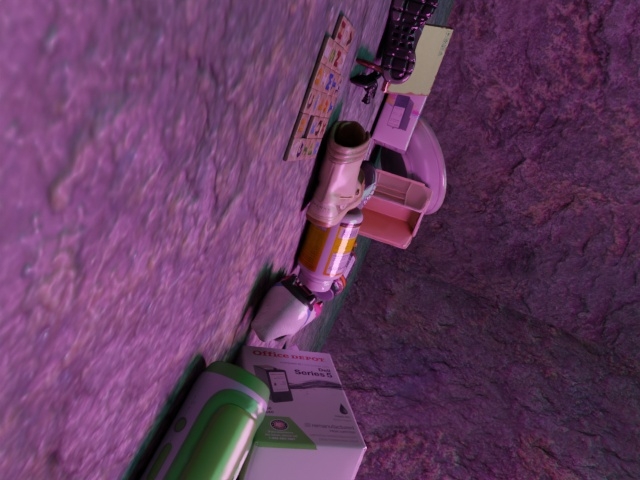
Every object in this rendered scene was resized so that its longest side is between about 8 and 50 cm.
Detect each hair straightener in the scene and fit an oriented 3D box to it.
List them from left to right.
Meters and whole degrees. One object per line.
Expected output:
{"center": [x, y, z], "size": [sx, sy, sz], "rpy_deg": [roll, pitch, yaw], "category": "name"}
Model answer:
{"center": [0.100, -0.344, 1.162], "size": [0.230, 0.047, 0.089], "rpy_deg": [-58, 169, -70], "category": "hair straightener"}

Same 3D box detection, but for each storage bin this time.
{"center": [0.238, -0.111, 1.907], "size": [0.262, 0.261, 0.123], "rpy_deg": [98, 13, -60], "category": "storage bin"}

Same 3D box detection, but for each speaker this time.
{"center": [-0.187, 0.335, 0.791], "size": [0.131, 0.131, 0.296], "rpy_deg": [100, 15, -57], "category": "speaker"}

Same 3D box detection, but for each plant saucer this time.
{"center": [0.310, -0.277, 1.955], "size": [0.101, 0.400, 0.400], "rpy_deg": [-17, 152, -16], "category": "plant saucer"}

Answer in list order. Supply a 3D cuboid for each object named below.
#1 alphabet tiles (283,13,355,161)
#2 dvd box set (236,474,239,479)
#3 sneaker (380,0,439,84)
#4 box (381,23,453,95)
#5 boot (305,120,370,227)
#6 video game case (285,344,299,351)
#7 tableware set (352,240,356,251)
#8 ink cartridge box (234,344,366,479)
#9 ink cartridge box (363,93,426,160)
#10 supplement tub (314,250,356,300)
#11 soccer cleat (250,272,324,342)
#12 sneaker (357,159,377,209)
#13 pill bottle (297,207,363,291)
{"center": [0.006, -0.247, 0.896], "size": [0.198, 0.009, 0.237], "rpy_deg": [-38, 150, -73], "category": "alphabet tiles"}
{"center": [-0.146, 0.565, 1.122], "size": [0.420, 0.308, 0.062], "rpy_deg": [100, -17, -54], "category": "dvd box set"}
{"center": [0.193, -0.501, 1.224], "size": [0.106, 0.101, 0.267], "rpy_deg": [-90, -164, -55], "category": "sneaker"}
{"center": [0.273, -0.510, 1.509], "size": [0.021, 0.165, 0.201], "rpy_deg": [57, -39, 43], "category": "box"}
{"center": [0.057, -0.167, 1.164], "size": [0.262, 0.095, 0.203], "rpy_deg": [-49, 159, -54], "category": "boot"}
{"center": [-0.057, 0.503, 1.747], "size": [0.061, 0.244, 0.269], "rpy_deg": [-24, 153, -20], "category": "video game case"}
{"center": [0.108, -0.045, 1.824], "size": [0.104, 0.024, 0.154], "rpy_deg": [88, -3, -70], "category": "tableware set"}
{"center": [-0.056, 0.327, 1.008], "size": [0.273, 0.199, 0.114], "rpy_deg": [-119, -138, -62], "category": "ink cartridge box"}
{"center": [0.259, -0.400, 1.725], "size": [0.207, 0.119, 0.353], "rpy_deg": [-37, 149, -80], "category": "ink cartridge box"}
{"center": [0.044, 0.110, 1.774], "size": [0.198, 0.106, 0.106], "rpy_deg": [-59, 168, -45], "category": "supplement tub"}
{"center": [-0.079, 0.149, 1.143], "size": [0.143, 0.116, 0.331], "rpy_deg": [-45, 172, -3], "category": "soccer cleat"}
{"center": [0.095, -0.123, 1.558], "size": [0.228, 0.086, 0.132], "rpy_deg": [-69, 170, 14], "category": "sneaker"}
{"center": [0.016, 0.013, 1.277], "size": [0.117, 0.117, 0.214], "rpy_deg": [-50, 161, -65], "category": "pill bottle"}
